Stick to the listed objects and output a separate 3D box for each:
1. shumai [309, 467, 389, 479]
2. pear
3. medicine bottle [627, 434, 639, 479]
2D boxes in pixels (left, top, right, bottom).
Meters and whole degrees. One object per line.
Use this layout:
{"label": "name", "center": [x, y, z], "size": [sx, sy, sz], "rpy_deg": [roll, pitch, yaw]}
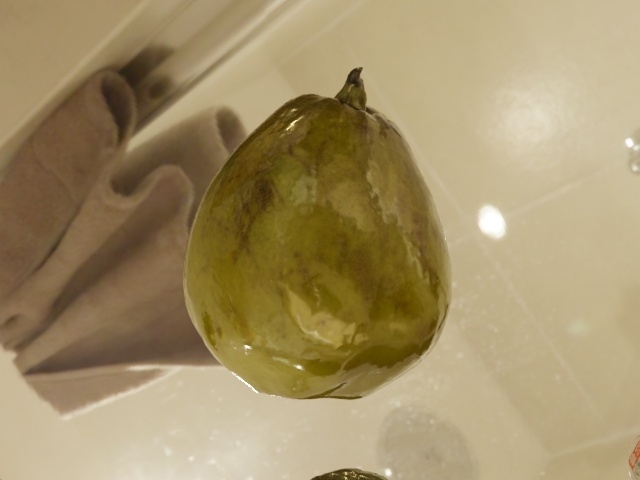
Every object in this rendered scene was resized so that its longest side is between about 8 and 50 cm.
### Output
{"label": "shumai", "center": [0.017, 0.475, 1.482], "size": [0.222, 0.225, 0.260], "rpy_deg": [-21, -57, -68]}
{"label": "pear", "center": [0.000, 0.000, 1.091], "size": [0.287, 0.287, 0.375], "rpy_deg": [0, -75, -45]}
{"label": "medicine bottle", "center": [0.457, 0.253, 1.145], "size": [0.219, 0.078, 0.115], "rpy_deg": [6, -150, -12]}
